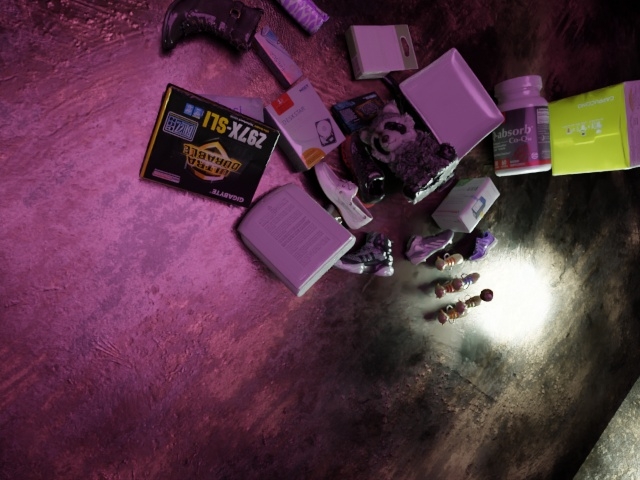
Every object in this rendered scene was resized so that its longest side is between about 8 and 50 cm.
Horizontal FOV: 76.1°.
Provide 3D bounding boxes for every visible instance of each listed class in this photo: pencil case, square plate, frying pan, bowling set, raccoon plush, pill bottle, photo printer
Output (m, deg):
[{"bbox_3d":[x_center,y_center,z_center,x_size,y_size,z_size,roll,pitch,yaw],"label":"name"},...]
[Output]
[{"bbox_3d":[-0.069,-0.756,1.302,0.206,0.088,0.086,36,77,-21],"label":"pencil case"},{"bbox_3d":[0.488,-0.502,1.521,0.347,0.049,0.344,-39,94,-24],"label":"square plate"},{"bbox_3d":[0.321,-0.504,1.510,0.325,0.053,0.198,11,80,-16],"label":"frying pan"},{"bbox_3d":[0.550,0.194,1.585,0.154,0.199,0.287,-14,95,-22],"label":"bowling set"},{"bbox_3d":[0.303,-0.293,1.444,0.216,0.446,0.299,-43,76,7],"label":"raccoon plush"},{"bbox_3d":[0.805,-0.453,1.650,0.210,0.210,0.364,-10,96,-24],"label":"pill bottle"},{"bbox_3d":[-0.086,-0.018,1.265,0.307,0.107,0.256,42,76,15],"label":"photo printer"}]

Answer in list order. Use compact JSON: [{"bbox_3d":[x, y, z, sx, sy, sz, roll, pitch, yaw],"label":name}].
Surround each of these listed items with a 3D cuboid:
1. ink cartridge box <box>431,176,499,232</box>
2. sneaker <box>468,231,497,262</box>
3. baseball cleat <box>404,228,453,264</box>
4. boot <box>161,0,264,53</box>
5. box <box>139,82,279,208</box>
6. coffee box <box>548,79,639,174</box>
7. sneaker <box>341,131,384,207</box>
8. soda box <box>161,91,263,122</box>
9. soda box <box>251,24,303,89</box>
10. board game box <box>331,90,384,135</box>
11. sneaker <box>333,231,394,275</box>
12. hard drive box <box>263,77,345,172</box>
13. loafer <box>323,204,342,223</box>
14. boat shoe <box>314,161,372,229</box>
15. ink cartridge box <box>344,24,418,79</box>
[{"bbox_3d":[0.559,-0.138,1.586,0.212,0.154,0.093,-47,112,-16],"label":"ink cartridge box"},{"bbox_3d":[0.663,0.029,1.704,0.071,0.068,0.170,47,65,-4],"label":"sneaker"},{"bbox_3d":[0.414,0.004,1.560,0.205,0.072,0.109,-39,107,-7],"label":"baseball cleat"},{"bbox_3d":[-0.306,-0.614,1.177,0.228,0.091,0.263,29,85,-14],"label":"boot"},{"bbox_3d":[-0.310,-0.255,1.160,0.321,0.079,0.257,16,107,-32],"label":"box"},{"bbox_3d":[1.251,-0.486,1.779,0.334,0.337,0.339,-14,99,-23],"label":"coffee box"},{"bbox_3d":[0.153,-0.249,1.407,0.097,0.135,0.276,-21,100,-20],"label":"sneaker"},{"bbox_3d":[-0.316,-0.374,1.210,0.286,0.091,0.098,-6,97,-24],"label":"soda box"},{"bbox_3d":[-0.139,-0.577,1.297,0.063,0.058,0.183,-46,110,-15],"label":"soda box"},{"bbox_3d":[0.146,-0.444,1.419,0.186,0.026,0.126,-24,71,-21],"label":"board game box"},{"bbox_3d":[0.151,0.040,1.445,0.268,0.101,0.153,9,89,-30],"label":"sneaker"},{"bbox_3d":[-0.059,-0.369,1.329,0.181,0.089,0.232,-42,108,-17],"label":"hard drive box"},{"bbox_3d":[0.000,0.000,1.373,0.087,0.094,0.251,34,79,-18],"label":"loafer"},{"bbox_3d":[0.084,-0.163,1.385,0.277,0.096,0.098,51,28,-25],"label":"boat shoe"},{"bbox_3d":[0.216,-0.666,1.440,0.234,0.056,0.171,-13,89,-23],"label":"ink cartridge box"}]
